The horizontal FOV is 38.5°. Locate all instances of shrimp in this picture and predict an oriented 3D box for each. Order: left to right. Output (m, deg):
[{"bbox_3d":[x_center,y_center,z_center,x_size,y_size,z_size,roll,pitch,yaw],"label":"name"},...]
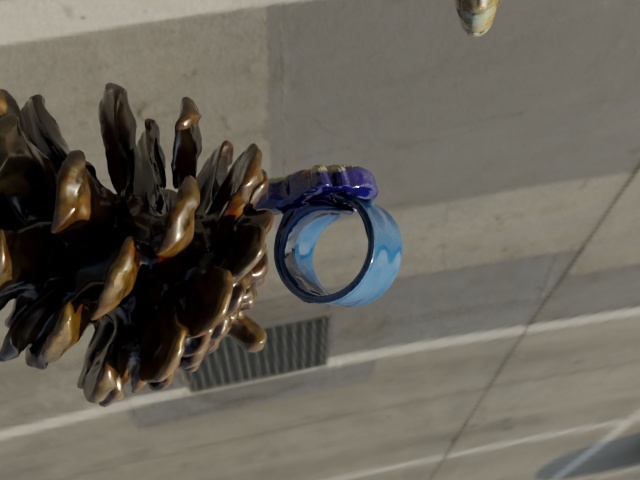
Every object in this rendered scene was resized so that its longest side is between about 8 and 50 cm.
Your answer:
[{"bbox_3d":[0.166,-0.320,0.979,0.059,0.145,0.254,-6,158,9],"label":"shrimp"}]

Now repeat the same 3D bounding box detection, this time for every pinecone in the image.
[{"bbox_3d":[-0.169,-0.008,0.682,0.309,0.244,0.244,25,141,-18],"label":"pinecone"}]

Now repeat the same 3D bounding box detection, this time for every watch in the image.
[{"bbox_3d":[0.009,-0.002,1.331,0.196,0.200,0.171,-20,165,37],"label":"watch"}]

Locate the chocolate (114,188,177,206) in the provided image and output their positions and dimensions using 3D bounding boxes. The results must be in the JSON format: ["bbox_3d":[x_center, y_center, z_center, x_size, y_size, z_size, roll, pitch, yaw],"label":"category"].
[{"bbox_3d":[-0.268,0.068,1.523,0.284,0.283,0.186,14,126,-45],"label":"chocolate"}]
